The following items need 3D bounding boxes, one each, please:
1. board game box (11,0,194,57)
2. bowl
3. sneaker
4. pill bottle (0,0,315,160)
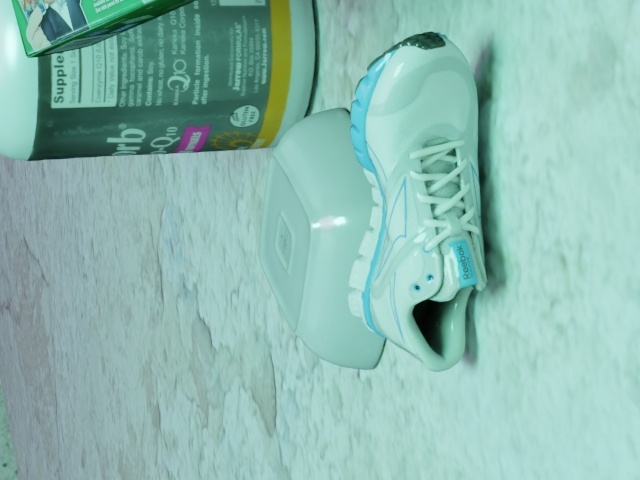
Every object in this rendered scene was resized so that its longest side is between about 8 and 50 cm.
[{"bbox_3d":[-0.079,-0.223,0.679,0.317,0.046,0.213,-9,97,52],"label":"board game box"},{"bbox_3d":[0.000,0.000,0.933,0.142,0.053,0.142,-117,28,-49],"label":"bowl"},{"bbox_3d":[0.062,-0.015,0.752,0.083,0.071,0.190,-131,32,-50],"label":"sneaker"},{"bbox_3d":[-0.156,-0.138,1.002,0.162,0.278,0.162,176,90,-71],"label":"pill bottle"}]
